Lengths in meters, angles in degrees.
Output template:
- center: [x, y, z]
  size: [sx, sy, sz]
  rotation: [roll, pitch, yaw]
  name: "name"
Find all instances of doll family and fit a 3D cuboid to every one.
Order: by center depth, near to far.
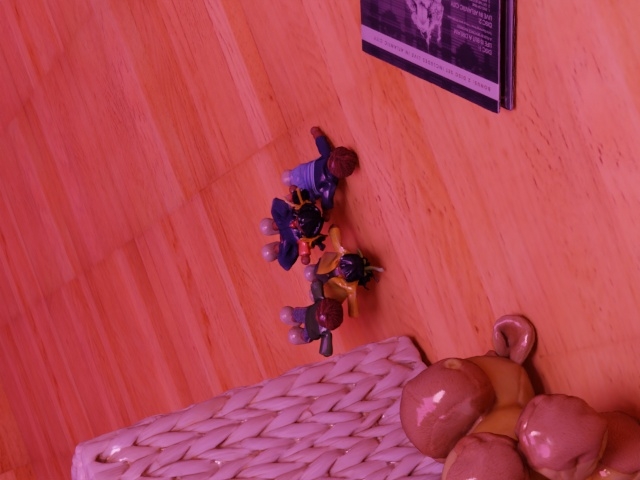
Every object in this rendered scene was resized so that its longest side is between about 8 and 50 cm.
- center: [0.000, 0.000, 1.148]
  size: [0.111, 0.076, 0.193]
  rotation: [-30, 77, 68]
  name: "doll family"

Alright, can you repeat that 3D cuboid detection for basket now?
- center: [-0.026, 0.300, 1.113]
  size: [0.266, 0.331, 0.328]
  rotation: [57, 151, 30]
  name: "basket"

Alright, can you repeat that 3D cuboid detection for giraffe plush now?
- center: [0.127, 0.143, 0.946]
  size: [0.210, 0.181, 0.170]
  rotation: [48, -171, -49]
  name: "giraffe plush"

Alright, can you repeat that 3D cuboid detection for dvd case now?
- center: [0.076, -0.213, 0.921]
  size: [0.164, 0.018, 0.221]
  rotation: [34, 135, 49]
  name: "dvd case"
